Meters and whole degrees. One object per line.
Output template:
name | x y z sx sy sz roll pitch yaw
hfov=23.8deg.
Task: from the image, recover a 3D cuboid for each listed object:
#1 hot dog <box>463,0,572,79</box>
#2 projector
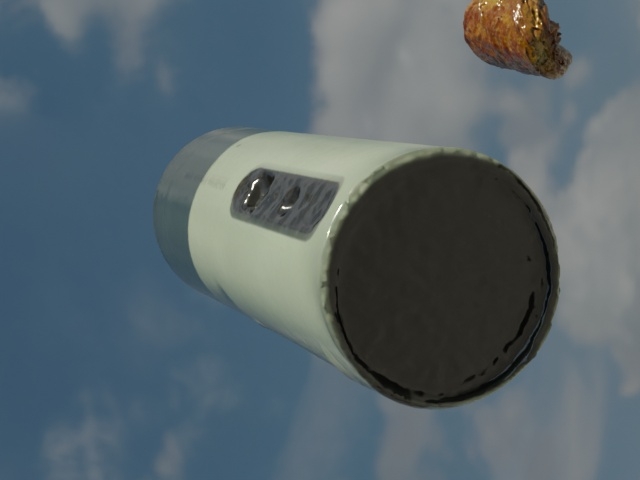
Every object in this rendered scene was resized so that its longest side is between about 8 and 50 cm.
hot dog | 0.114 -0.118 0.872 0.035 0.083 0.058 -40 -66 -9
projector | 0.000 0.000 0.757 0.108 0.337 0.108 -2 -84 -17
